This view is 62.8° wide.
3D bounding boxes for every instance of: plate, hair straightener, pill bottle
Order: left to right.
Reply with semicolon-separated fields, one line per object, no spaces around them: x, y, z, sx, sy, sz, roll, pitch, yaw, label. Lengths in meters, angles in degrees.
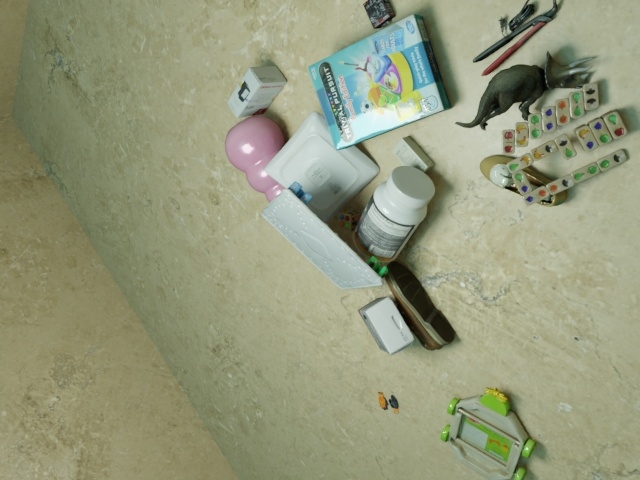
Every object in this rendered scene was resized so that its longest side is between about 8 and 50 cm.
-0.003;-0.215;1.646;0.278;0.045;0.277;40;121;-10;plate
0.210;-0.073;1.518;0.162;0.162;0.278;46;140;18;pill bottle
0.446;-0.491;1.221;0.230;0.047;0.089;-40;80;44;hair straightener

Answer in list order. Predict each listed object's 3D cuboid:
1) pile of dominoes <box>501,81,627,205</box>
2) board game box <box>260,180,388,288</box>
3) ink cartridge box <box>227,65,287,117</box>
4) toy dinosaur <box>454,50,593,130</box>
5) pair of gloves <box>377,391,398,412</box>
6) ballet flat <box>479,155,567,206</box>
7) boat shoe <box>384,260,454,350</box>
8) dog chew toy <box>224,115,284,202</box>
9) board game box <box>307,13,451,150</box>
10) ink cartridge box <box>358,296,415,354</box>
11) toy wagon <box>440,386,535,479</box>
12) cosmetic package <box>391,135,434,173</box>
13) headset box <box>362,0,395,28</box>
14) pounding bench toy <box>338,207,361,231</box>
0.545;-0.213;1.186;0.251;0.040;0.195;-28;96;22;pile of dominoes
0.000;0.000;1.647;0.390;0.050;0.390;43;163;-7;board game box
-0.214;-0.501;1.765;0.175;0.128;0.072;-41;77;44;ink cartridge box
0.434;-0.343;1.190;0.160;0.314;0.120;93;160;-55;toy dinosaur
0.246;0.589;1.904;0.083;0.010;0.074;-3;106;42;pair of gloves
0.494;-0.150;1.308;0.232;0.073;0.080;29;127;31;ballet flat
0.281;0.212;1.635;0.307;0.111;0.104;56;134;8;boat shoe
-0.181;-0.257;1.799;0.207;0.207;0.331;-28;96;45;dog chew toy
0.156;-0.423;1.446;0.336;0.079;0.253;-16;97;32;board game box
0.205;0.268;1.664;0.158;0.092;0.218;59;173;5;ink cartridge box
0.519;0.583;1.612;0.267;0.068;0.344;24;122;33;toy wagon
0.264;-0.238;1.503;0.115;0.041;0.060;53;136;12;cosmetic package
0.162;-0.626;1.433;0.062;0.032;0.083;-24;92;46;headset box
0.094;-0.056;1.720;0.052;0.065;0.083;15;118;37;pounding bench toy
